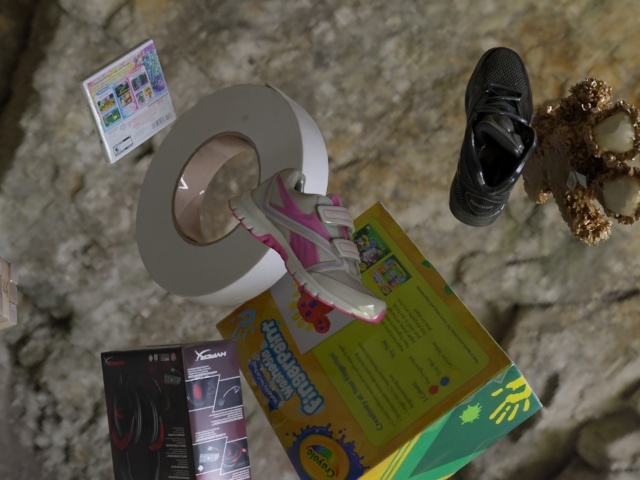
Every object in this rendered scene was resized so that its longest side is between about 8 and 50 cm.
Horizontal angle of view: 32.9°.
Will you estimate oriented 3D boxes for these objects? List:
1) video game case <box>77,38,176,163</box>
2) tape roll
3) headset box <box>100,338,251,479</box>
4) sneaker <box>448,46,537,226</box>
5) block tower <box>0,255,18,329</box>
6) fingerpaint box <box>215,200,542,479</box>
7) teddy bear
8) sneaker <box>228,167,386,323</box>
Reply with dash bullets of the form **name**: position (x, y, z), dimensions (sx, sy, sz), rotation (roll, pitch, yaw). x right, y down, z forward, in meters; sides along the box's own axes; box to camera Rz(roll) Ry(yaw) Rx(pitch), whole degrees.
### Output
- **video game case**: position (-0.302, -0.221, 1.711), dimensions (0.019, 0.157, 0.143), rotation (12, -50, 36)
- **tape roll**: position (-0.158, -0.081, 1.853), dimensions (0.072, 0.392, 0.392), rotation (27, 8, -46)
- **headset box**: position (-0.218, 0.304, 1.652), dimensions (0.110, 0.293, 0.218), rotation (-5, -2, -45)
- **sneaker**: position (0.207, -0.139, 1.235), dimensions (0.087, 0.228, 0.130), rotation (18, -23, -2)
- **block tower**: position (-0.498, 0.023, 1.321), dimensions (0.335, 0.097, 0.091), rotation (49, 27, -57)
- **fingerpaint box**: position (0.081, 0.207, 1.794), dimensions (0.163, 0.371, 0.445), rotation (52, 1, -45)
- **teddy bear**: position (0.406, -0.121, 1.614), dimensions (0.338, 0.113, 0.245), rotation (127, -55, -77)
- **sneaker**: position (0.000, 0.000, 1.372), dimensions (0.252, 0.111, 0.103), rotation (45, 3, 15)
